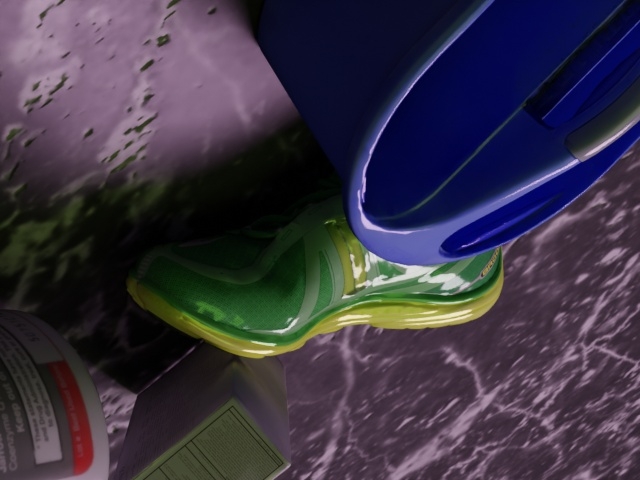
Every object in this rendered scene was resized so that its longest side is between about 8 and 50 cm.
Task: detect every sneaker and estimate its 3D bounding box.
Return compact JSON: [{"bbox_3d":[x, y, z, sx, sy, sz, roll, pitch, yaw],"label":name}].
[{"bbox_3d":[0.000,0.000,1.111,0.295,0.109,0.124,-8,116,-37],"label":"sneaker"}]

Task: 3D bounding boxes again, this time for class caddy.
[{"bbox_3d":[0.133,-0.132,0.971,0.341,0.179,0.241,-46,147,14],"label":"caddy"}]

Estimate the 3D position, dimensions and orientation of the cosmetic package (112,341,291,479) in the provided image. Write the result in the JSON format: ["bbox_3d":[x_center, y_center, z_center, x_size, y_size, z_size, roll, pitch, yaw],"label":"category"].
[{"bbox_3d":[-0.073,0.121,1.083,0.099,0.060,0.239,-38,-171,5],"label":"cosmetic package"}]

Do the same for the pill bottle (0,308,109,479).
[{"bbox_3d":[-0.269,0.129,0.907,0.283,0.161,0.161,-5,137,-48],"label":"pill bottle"}]
